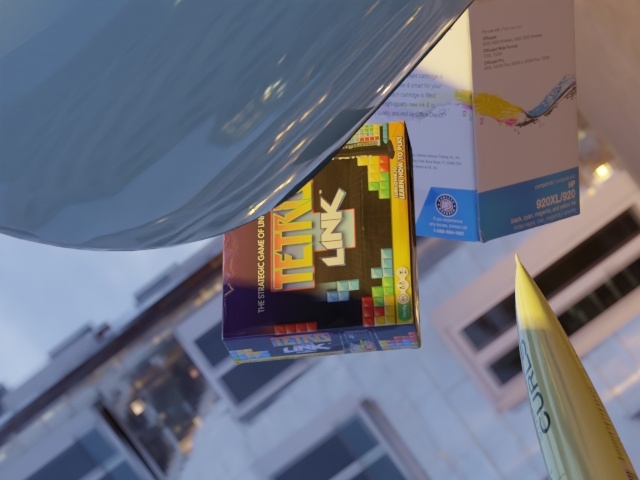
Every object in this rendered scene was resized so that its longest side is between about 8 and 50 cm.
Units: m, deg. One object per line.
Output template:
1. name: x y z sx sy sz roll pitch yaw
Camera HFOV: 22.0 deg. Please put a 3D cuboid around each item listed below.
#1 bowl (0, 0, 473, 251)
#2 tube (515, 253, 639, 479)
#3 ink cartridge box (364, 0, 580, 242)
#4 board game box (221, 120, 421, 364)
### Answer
1. bowl: -0.034 -0.166 0.437 0.311 0.163 0.311 19 -118 -39
2. tube: 0.173 0.126 1.155 0.062 0.070 0.240 16 -139 -32
3. ink cartridge box: 0.140 -0.132 1.626 0.171 0.168 0.232 8 106 45
4. board game box: 0.000 0.000 1.216 0.048 0.141 0.170 71 -165 -60
